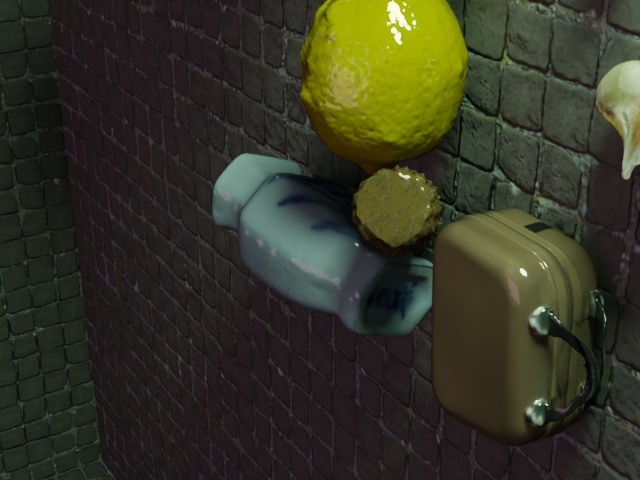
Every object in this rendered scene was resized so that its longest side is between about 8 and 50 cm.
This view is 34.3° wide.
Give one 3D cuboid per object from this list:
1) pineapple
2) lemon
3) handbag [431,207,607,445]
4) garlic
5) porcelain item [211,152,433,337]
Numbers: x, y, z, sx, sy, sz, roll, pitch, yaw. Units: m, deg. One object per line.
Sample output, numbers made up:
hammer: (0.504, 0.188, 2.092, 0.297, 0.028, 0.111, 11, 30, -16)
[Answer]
pineapple: (0.123, -0.035, 1.486, 0.248, 0.128, 0.128, 12, -122, -76)
lemon: (0.088, -0.229, 1.438, 0.233, 0.233, 0.288, 28, 116, 53)
handbag: (0.273, 0.129, 1.379, 0.283, 0.149, 0.301, 32, 128, 54)
garlic: (0.367, -0.134, 1.142, 0.174, 0.099, 0.124, 44, 124, 44)
porcelain item: (0.000, 0.000, 1.705, 0.405, 0.243, 0.178, 36, 110, 43)
